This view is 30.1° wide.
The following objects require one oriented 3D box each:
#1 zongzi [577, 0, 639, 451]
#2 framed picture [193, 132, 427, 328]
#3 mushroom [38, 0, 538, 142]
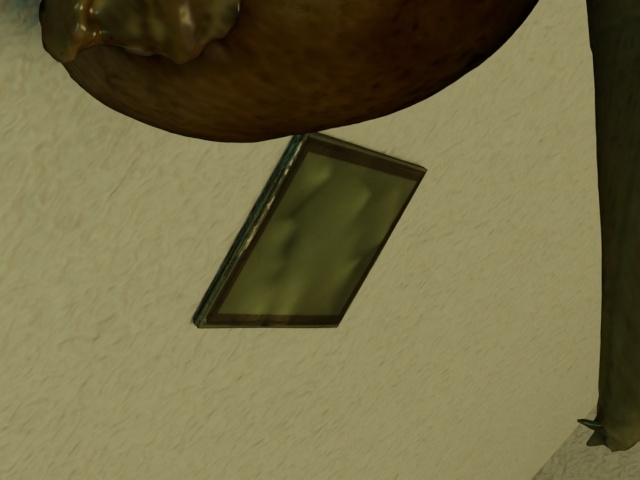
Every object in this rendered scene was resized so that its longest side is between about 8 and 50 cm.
[{"bbox_3d":[0.156,-0.201,0.642,0.218,0.500,0.467,31,100,-27],"label":"zongzi"},{"bbox_3d":[0.000,0.000,0.969,0.173,0.010,0.231,-60,154,10],"label":"framed picture"},{"bbox_3d":[-0.011,-0.146,0.536,0.283,0.263,0.195,-16,93,-40],"label":"mushroom"}]
